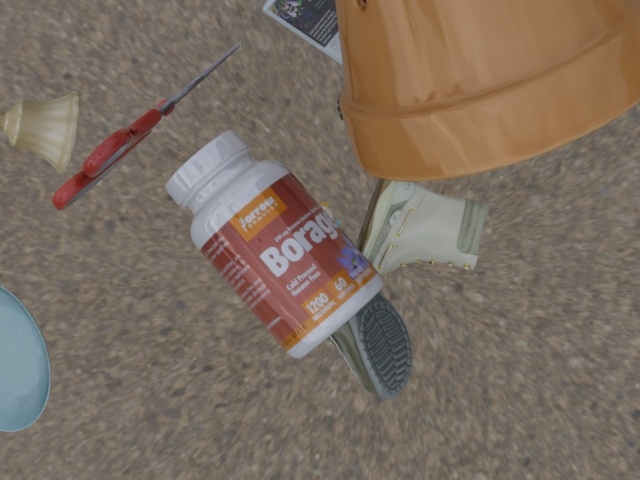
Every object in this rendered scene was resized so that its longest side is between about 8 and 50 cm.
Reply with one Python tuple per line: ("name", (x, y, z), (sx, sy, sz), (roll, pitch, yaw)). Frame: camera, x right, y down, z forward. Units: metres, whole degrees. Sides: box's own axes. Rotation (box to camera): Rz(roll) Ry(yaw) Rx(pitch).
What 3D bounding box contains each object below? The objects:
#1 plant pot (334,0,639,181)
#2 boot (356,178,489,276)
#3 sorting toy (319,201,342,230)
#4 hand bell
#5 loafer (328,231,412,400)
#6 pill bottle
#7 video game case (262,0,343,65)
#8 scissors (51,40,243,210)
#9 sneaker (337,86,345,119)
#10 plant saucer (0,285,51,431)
("plant pot", (0.133, -0.207, 1.031), (0.291, 0.291, 0.203), (-21, 113, 3))
("boot", (0.133, 0.021, 1.642), (0.165, 0.077, 0.213), (15, 117, -5))
("sorting toy", (0.000, 0.000, 1.406), (0.083, 0.045, 0.075), (-18, 126, 27))
("hand bell", (-0.472, -0.173, 1.669), (0.242, 0.126, 0.126), (9, 89, -20))
("loafer", (0.042, 0.102, 1.608), (0.094, 0.087, 0.251), (-30, 98, -40))
("pill bottle", (-0.049, 0.000, 1.166), (0.121, 0.121, 0.216), (-41, 89, 2))
("video game case", (0.046, -0.314, 1.510), (0.173, 0.022, 0.190), (32, 130, -15))
("scissors", (-0.178, -0.125, 1.235), (0.021, 0.297, 0.109), (43, 131, -4))
("sneaker", (0.093, -0.250, 1.657), (0.092, 0.225, 0.088), (-32, 69, -35))
("plant saucer", (-0.385, 0.133, 1.422), (0.195, 0.037, 0.195), (10, 109, 29))
